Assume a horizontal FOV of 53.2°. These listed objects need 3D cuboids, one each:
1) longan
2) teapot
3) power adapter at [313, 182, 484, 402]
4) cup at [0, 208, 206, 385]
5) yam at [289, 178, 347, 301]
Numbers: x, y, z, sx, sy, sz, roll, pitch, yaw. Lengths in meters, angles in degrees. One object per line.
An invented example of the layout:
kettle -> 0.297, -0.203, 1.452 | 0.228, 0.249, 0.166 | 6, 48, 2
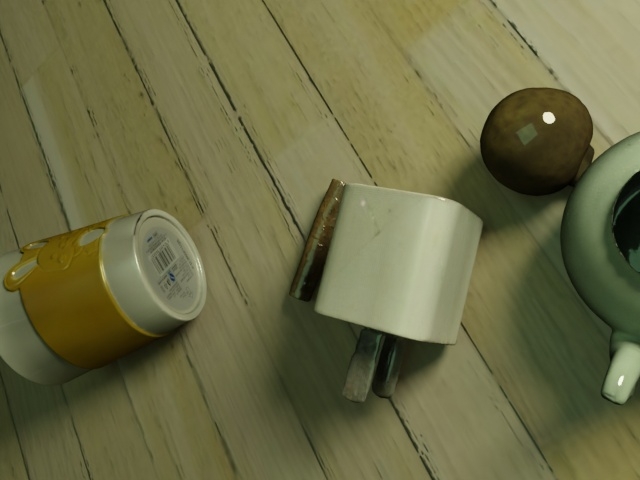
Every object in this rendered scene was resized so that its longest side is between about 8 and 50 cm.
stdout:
longan -> 0.214, -0.093, 0.615 | 0.119, 0.106, 0.106 | 29, 96, -9
teapot -> 0.299, -0.006, 0.525 | 0.193, 0.129, 0.294 | 23, 92, 29
power adapter -> 0.071, 0.060, 0.637 | 0.125, 0.130, 0.204 | 12, 85, 30
cup -> -0.275, 0.046, 0.822 | 0.226, 0.185, 0.241 | -20, 40, 19
yam -> 0.000, 0.000, 0.745 | 0.032, 0.032, 0.145 | 21, 90, 30
